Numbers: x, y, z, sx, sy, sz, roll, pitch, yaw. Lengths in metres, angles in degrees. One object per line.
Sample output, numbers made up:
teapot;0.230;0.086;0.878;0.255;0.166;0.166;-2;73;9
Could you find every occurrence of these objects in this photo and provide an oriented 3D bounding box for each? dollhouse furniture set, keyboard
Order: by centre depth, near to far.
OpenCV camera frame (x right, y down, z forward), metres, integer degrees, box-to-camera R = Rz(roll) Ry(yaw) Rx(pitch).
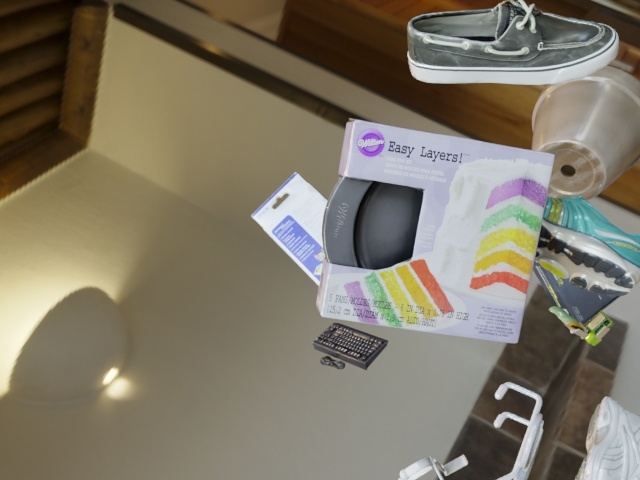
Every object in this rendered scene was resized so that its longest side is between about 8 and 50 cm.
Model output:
dollhouse furniture set;0.539;0.162;1.572;0.152;0.076;0.058;26;-69;-43
keyboard;0.050;0.223;1.610;0.108;0.180;0.023;-46;-60;-22

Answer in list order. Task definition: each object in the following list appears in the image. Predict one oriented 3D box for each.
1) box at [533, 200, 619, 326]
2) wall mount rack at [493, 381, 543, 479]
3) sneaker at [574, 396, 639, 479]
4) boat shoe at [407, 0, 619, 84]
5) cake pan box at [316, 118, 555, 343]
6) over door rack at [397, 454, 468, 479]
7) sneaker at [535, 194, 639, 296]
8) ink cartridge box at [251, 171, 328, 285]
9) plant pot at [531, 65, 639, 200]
box;0.585;0.054;1.766;0.183;0.232;0.059;-33;9;-17
wall mount rack;0.374;0.479;1.642;0.304;0.131;0.350;-61;-24;-23
sneaker;0.429;0.325;1.093;0.232;0.115;0.090;-54;-24;-42
boat shoe;0.201;-0.211;0.812;0.070;0.220;0.077;76;-165;-49
cake pan box;0.134;-0.011;0.956;0.070;0.267;0.245;-134;55;-81
over door rack;0.250;0.521;1.410;0.108;0.239;0.324;-33;-24;11
sneaker;0.332;-0.020;1.110;0.110;0.275;0.107;-51;-14;-33
ink cartridge box;0.000;0.000;1.898;0.165;0.332;0.065;-44;-16;-1
plant pot;0.681;-0.253;2.020;0.280;0.323;0.323;-50;-19;-39
